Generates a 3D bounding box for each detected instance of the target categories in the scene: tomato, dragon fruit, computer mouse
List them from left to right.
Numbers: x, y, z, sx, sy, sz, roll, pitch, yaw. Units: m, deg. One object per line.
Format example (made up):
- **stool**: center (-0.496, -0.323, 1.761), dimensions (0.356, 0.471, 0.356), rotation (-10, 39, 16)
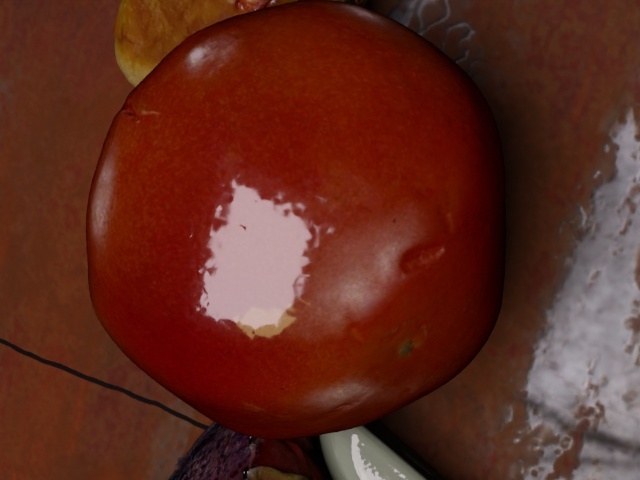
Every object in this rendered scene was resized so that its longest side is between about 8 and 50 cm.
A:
- **dragon fruit**: center (-0.046, 0.238, 1.221), dimensions (0.148, 0.224, 0.218), rotation (34, 66, -13)
- **tomato**: center (0.000, 0.000, 1.107), dimensions (0.226, 0.298, 0.299), rotation (44, 112, 42)
- **computer mouse**: center (0.060, 0.183, 1.208), dimensions (0.181, 0.089, 0.056), rotation (40, 98, 11)

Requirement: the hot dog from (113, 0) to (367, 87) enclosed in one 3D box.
- **hot dog**: center (-0.040, -0.210, 1.186), dimensions (0.153, 0.150, 0.257), rotation (21, 102, 29)
